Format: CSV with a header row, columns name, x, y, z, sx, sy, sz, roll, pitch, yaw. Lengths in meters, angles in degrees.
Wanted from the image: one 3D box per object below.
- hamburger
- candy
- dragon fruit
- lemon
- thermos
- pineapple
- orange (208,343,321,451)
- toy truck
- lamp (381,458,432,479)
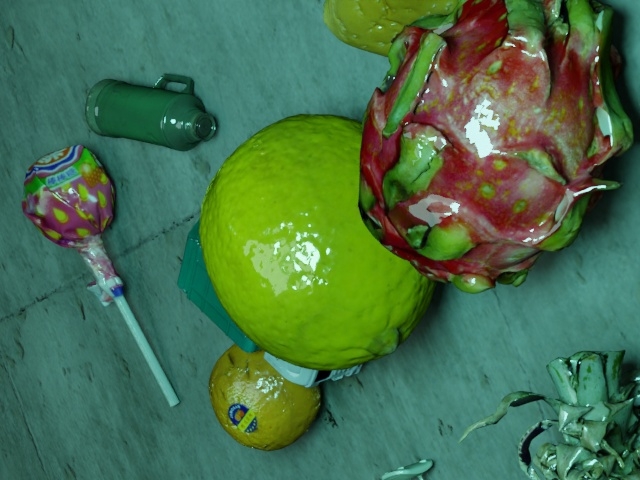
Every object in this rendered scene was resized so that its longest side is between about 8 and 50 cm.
name,x,y,z,sx,sy,sz,roll,pitch,yaw
hamburger,0.076,-0.246,1.641,0.147,0.138,0.083,118,160,-47
candy,-0.270,0.051,2.172,0.124,0.124,0.365,-22,98,49
dragon fruit,0.157,-0.100,1.535,0.231,0.237,0.303,16,106,-5
lemon,-0.001,0.001,1.723,0.267,0.267,0.267,19,117,43
thermos,-0.197,-0.152,2.031,0.187,0.083,0.073,15,136,43
pineapple,0.269,0.237,1.557,0.262,0.262,0.272,-16,80,49
orange,-0.062,0.174,1.958,0.135,0.117,0.136,21,135,22
toy truck,-0.057,0.060,1.910,0.253,0.124,0.114,42,133,33
lamp,0.131,0.337,1.853,0.050,0.056,0.198,-25,88,46
